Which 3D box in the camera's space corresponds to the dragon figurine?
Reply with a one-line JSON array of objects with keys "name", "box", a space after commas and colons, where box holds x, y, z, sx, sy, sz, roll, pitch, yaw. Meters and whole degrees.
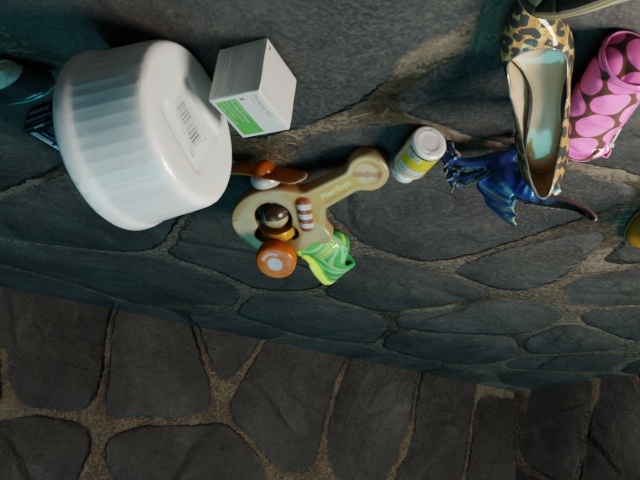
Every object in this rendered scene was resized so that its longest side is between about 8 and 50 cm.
[{"name": "dragon figurine", "box": [0.320, -0.084, 0.998, 0.144, 0.289, 0.085, -39, 147, 6]}]

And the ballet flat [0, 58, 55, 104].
[{"name": "ballet flat", "box": [-0.537, -0.261, 0.978, 0.203, 0.074, 0.074, -1, 156, 23]}]

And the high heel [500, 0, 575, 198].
[{"name": "high heel", "box": [0.293, -0.182, 0.788, 0.093, 0.186, 0.261, -4, 155, 23]}]

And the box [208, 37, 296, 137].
[{"name": "box", "box": [-0.099, -0.228, 0.894, 0.087, 0.101, 0.101, -6, 153, 23]}]

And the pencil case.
[{"name": "pencil case", "box": [0.409, -0.197, 0.849, 0.098, 0.095, 0.209, 38, 165, 16]}]

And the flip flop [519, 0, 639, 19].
[{"name": "flip flop", "box": [0.355, -0.295, 0.631, 0.277, 0.112, 0.080, -7, 180, 24]}]

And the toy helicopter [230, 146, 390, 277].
[{"name": "toy helicopter", "box": [-0.031, -0.094, 1.167, 0.355, 0.140, 0.235, -26, 117, 26]}]

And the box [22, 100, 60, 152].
[{"name": "box", "box": [-0.416, -0.190, 1.132, 0.175, 0.051, 0.220, -8, 153, 30]}]

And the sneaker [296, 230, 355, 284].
[{"name": "sneaker", "box": [0.000, 0.000, 1.442, 0.124, 0.109, 0.295, -28, 144, 7]}]

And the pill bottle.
[{"name": "pill bottle", "box": [0.170, -0.148, 1.057, 0.065, 0.065, 0.116, 12, 157, -13]}]

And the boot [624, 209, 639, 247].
[{"name": "boot", "box": [0.692, 0.027, 1.144, 0.104, 0.211, 0.295, 8, 157, -2]}]

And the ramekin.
[{"name": "ramekin", "box": [-0.246, -0.161, 0.887, 0.135, 0.277, 0.277, -10, 153, 17]}]
